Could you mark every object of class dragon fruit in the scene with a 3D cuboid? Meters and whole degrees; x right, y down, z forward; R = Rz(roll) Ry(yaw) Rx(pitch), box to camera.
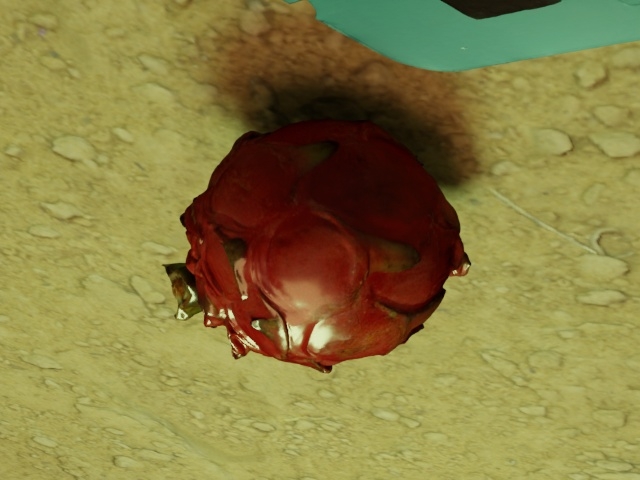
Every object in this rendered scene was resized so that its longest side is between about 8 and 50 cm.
[{"bbox_3d":[0.000,0.000,0.833,0.209,0.172,0.172,-11,153,-13],"label":"dragon fruit"}]

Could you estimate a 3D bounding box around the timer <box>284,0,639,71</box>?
[{"bbox_3d":[0.059,-0.172,0.597,0.232,0.091,0.250,22,163,-36],"label":"timer"}]
